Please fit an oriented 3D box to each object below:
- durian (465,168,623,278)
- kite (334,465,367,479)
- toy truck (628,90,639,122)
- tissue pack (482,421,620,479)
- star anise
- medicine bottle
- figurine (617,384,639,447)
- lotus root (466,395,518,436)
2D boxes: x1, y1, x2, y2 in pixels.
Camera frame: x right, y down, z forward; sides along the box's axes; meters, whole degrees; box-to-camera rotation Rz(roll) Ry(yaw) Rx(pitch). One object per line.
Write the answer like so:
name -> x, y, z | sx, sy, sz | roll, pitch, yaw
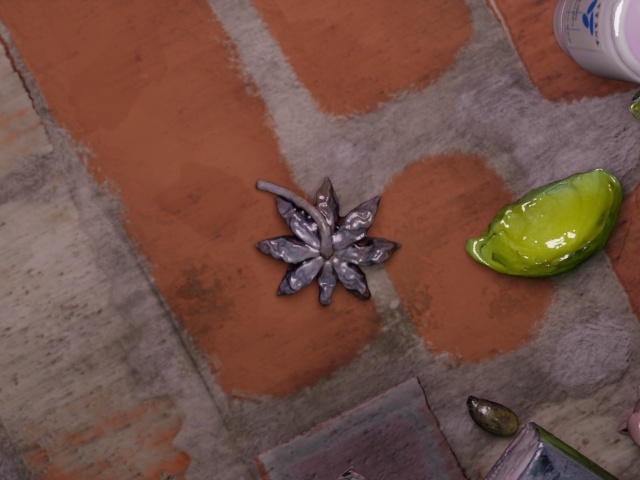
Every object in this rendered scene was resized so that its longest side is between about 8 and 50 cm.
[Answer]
durian -> 0.359, -0.015, 1.602 | 0.250, 0.101, 0.139 | -35, 66, 5
kite -> 0.047, 0.449, 1.735 | 0.137, 0.005, 0.152 | 4, 103, -1
toy truck -> 0.557, -0.236, 1.557 | 0.169, 0.100, 0.077 | -44, 99, 7
tissue pack -> 0.428, 0.524, 1.709 | 0.394, 0.124, 0.288 | 33, 97, -9
star anise -> -0.001, 0.000, 1.597 | 0.230, 0.081, 0.262 | -41, 104, 17
medicine bottle -> 0.433, -0.306, 1.439 | 0.170, 0.293, 0.170 | -1, 102, -4
figurine -> 0.561, 0.295, 1.665 | 0.138, 0.125, 0.125 | 19, 101, 8
lotus root -> 0.278, 0.287, 1.685 | 0.099, 0.054, 0.049 | 31, 79, -10
